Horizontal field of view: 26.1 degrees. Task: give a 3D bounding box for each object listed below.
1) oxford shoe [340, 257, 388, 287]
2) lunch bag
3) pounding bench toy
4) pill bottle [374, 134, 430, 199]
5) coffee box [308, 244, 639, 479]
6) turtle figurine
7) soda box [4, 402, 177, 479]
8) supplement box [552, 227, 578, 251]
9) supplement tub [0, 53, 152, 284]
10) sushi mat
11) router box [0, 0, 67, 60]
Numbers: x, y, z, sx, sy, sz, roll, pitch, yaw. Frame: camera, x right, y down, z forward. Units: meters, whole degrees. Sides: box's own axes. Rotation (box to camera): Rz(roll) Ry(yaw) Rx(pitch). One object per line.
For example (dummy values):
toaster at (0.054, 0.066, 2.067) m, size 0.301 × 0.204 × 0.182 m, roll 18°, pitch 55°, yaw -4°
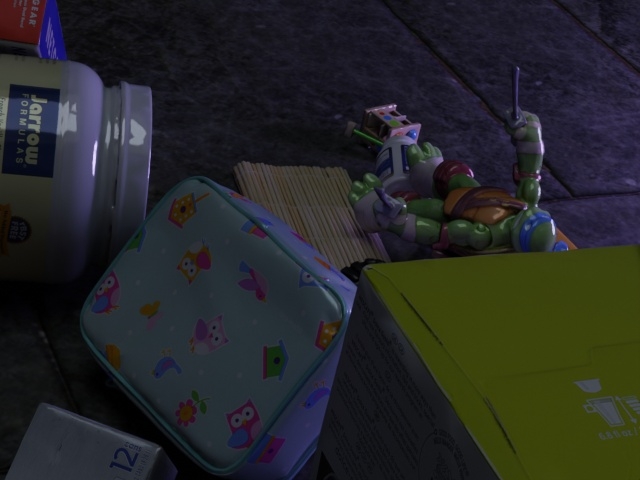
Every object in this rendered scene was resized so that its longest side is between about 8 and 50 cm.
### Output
oxford shoe at (-0.016, 0.111, 1.393) m, size 0.227 × 0.096 × 0.083 m, roll -25°, pitch 55°, yaw -17°
lunch bag at (-0.089, 0.087, 1.285) m, size 0.279 × 0.224 × 0.108 m, roll 40°, pitch 7°, yaw 38°
pounding bench toy at (0.080, -0.137, 1.813) m, size 0.083 × 0.052 × 0.065 m, roll -15°, pitch 42°, yaw -35°
pill bottle at (0.102, -0.081, 1.724) m, size 0.067 × 0.067 × 0.120 m, roll 9°, pitch 34°, yaw -6°
coffee box at (0.212, 0.231, 1.046) m, size 0.337 × 0.334 × 0.338 m, roll -4°, pitch 36°, yaw -23°
turtle figurine at (0.139, -0.080, 1.515) m, size 0.275 × 0.198 × 0.266 m, roll 32°, pitch -10°, yaw -29°
soda box at (-0.201, 0.265, 0.948) m, size 0.098 × 0.091 × 0.286 m, roll 18°, pitch 71°, yaw 10°
supplement box at (0.266, 0.050, 1.573) m, size 0.078 × 0.080 × 0.233 m, roll -10°, pitch 41°, yaw -27°
supplement tub at (-0.345, -0.076, 1.416) m, size 0.325 × 0.235 × 0.235 m, roll 4°, pitch 34°, yaw -11°
sushi mat at (0.000, 0.000, 1.614) m, size 0.151 × 0.019 × 0.316 m, roll 1°, pitch 35°, yaw -19°
router box at (-0.447, -0.227, 1.556) m, size 0.301 × 0.335 × 0.082 m, roll 9°, pitch 78°, yaw -5°
